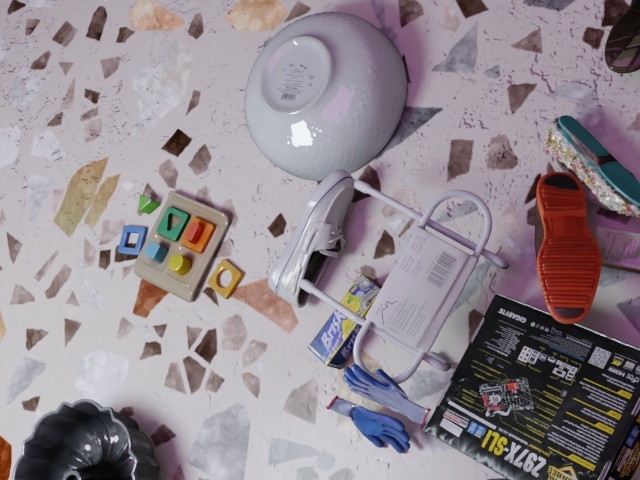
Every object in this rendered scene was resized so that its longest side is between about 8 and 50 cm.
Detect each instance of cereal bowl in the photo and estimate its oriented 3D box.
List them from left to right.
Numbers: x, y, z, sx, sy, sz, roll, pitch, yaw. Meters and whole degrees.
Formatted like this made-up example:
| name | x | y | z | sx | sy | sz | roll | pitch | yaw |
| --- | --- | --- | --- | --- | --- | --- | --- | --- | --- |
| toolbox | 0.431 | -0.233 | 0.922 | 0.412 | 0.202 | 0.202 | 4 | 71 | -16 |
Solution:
| name | x | y | z | sx | sy | sz | roll | pitch | yaw |
| --- | --- | --- | --- | --- | --- | --- | --- | --- | --- |
| cereal bowl | -0.012 | -0.292 | 1.943 | 0.339 | 0.141 | 0.338 | -10 | 70 | 28 |

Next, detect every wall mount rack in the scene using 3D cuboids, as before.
| name | x | y | z | sx | sy | sz | roll | pitch | yaw |
| --- | --- | --- | --- | --- | --- | --- | --- | --- | --- |
| wall mount rack | 0.132 | 0.056 | 1.708 | 0.304 | 0.130 | 0.350 | 30 | 92 | 10 |

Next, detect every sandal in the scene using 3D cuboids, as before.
| name | x | y | z | sx | sy | sz | roll | pitch | yaw |
| --- | --- | --- | --- | --- | --- | --- | --- | --- | --- |
| sandal | 0.535 | -0.361 | 1.676 | 0.090 | 0.060 | 0.219 | 10 | 66 | 28 |

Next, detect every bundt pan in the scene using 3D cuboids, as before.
| name | x | y | z | sx | sy | sz | roll | pitch | yaw |
| --- | --- | --- | --- | --- | --- | --- | --- | --- | --- |
| bundt pan | -0.447 | 0.481 | 1.985 | 0.331 | 0.124 | 0.330 | -10 | 70 | 29 |

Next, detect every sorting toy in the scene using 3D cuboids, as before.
| name | x | y | z | sx | sy | sz | roll | pitch | yaw |
| --- | --- | --- | --- | --- | --- | --- | --- | --- | --- |
| sorting toy | -0.294 | 0.008 | 2.081 | 0.348 | 0.047 | 0.196 | 22 | 88 | 35 |

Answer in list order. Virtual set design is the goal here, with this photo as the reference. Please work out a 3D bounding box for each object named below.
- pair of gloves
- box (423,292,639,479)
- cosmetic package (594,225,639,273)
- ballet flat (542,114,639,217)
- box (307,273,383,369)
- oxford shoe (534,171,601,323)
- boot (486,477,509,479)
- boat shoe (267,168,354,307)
| name | x | y | z | sx | sy | sz | roll | pitch | yaw |
| --- | --- | --- | --- | --- | --- | --- | --- | --- | --- |
| pair of gloves | 0.094 | 0.279 | 1.677 | 0.159 | 0.198 | 0.023 | 29 | 52 | 5 |
| box | 0.342 | 0.247 | 1.537 | 0.322 | 0.079 | 0.257 | 22 | 82 | 48 |
| cosmetic package | 0.487 | 0.018 | 1.593 | 0.115 | 0.041 | 0.060 | 14 | 84 | 34 |
| ballet flat | 0.446 | -0.106 | 1.647 | 0.241 | 0.091 | 0.077 | 58 | 138 | 35 |
| box | 0.054 | 0.146 | 1.817 | 0.059 | 0.054 | 0.169 | 40 | 98 | 34 |
| oxford shoe | 0.383 | 0.025 | 1.596 | 0.097 | 0.098 | 0.271 | 4 | 55 | 5 |
| boot | 0.357 | 0.371 | 1.557 | 0.209 | 0.076 | 0.189 | -11 | 67 | 36 |
| boat shoe | 0.000 | 0.000 | 1.873 | 0.088 | 0.096 | 0.267 | 35 | 96 | 31 |
